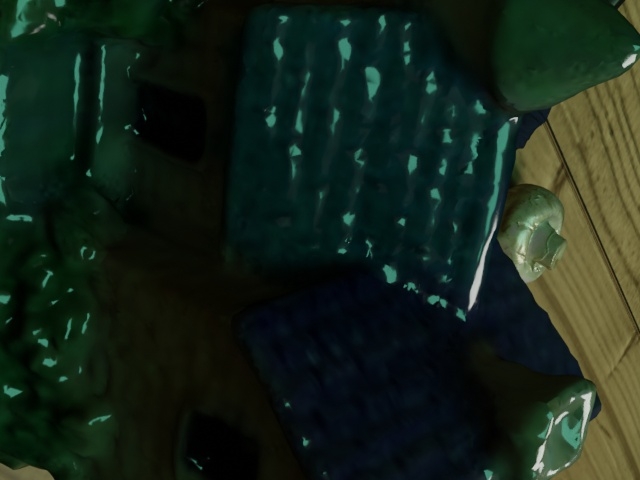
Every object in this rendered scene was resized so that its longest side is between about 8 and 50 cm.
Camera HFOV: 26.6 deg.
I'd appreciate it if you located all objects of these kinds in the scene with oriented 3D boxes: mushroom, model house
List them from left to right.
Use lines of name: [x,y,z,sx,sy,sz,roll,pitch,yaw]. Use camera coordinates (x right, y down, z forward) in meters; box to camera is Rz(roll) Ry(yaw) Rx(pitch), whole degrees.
model house: [0.000,0.000,0.655,0.245,0.280,0.312,-16,124,-48]
mushroom: [0.161,-0.003,1.066,0.083,0.067,0.083,-42,148,-34]

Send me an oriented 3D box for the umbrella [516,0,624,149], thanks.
umbrella: [0.160,-0.134,0.987,0.248,0.071,0.071,-49,144,-27]
